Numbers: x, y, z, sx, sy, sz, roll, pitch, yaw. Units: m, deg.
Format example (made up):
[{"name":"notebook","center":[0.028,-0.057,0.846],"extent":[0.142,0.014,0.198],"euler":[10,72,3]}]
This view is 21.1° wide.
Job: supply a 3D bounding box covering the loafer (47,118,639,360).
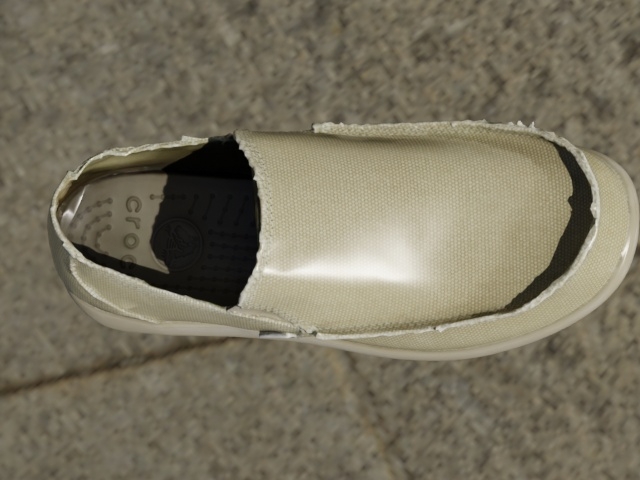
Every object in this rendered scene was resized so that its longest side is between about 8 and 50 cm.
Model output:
[{"name":"loafer","center":[0.000,0.000,0.739],"extent":[0.268,0.092,0.102],"euler":[-5,79,16]}]
